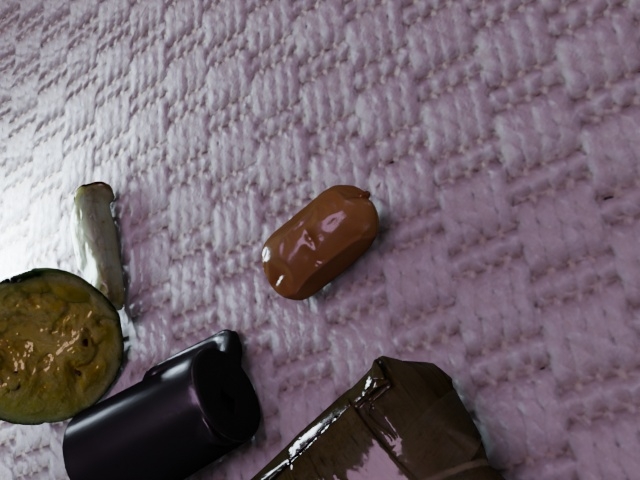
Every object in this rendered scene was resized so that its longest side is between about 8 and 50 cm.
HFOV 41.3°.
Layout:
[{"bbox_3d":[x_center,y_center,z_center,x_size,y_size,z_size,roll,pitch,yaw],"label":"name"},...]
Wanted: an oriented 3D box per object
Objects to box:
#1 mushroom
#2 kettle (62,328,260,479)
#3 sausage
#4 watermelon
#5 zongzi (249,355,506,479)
[{"bbox_3d":[-0.499,0.012,1.889,0.107,0.087,0.333,-30,58,25],"label":"mushroom"},{"bbox_3d":[-0.265,0.325,1.529,0.308,0.262,0.203,-32,90,21],"label":"kettle"},{"bbox_3d":[0.000,0.000,1.467,0.241,0.120,0.136,-37,64,20],"label":"sausage"},{"bbox_3d":[-0.573,0.194,1.744,0.330,0.331,0.189,-54,34,7],"label":"watermelon"},{"bbox_3d":[0.064,0.469,1.150,0.500,0.218,0.466,-44,50,16],"label":"zongzi"}]
